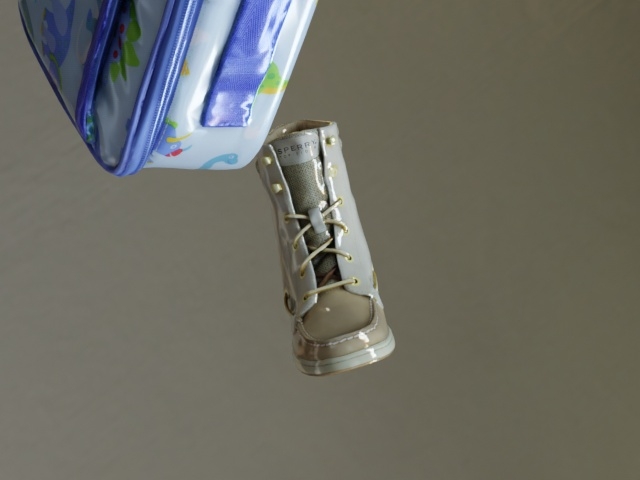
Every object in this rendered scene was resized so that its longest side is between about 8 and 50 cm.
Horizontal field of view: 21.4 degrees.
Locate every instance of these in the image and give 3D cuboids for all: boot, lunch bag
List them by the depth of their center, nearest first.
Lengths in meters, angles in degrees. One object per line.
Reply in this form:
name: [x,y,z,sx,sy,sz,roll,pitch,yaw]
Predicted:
lunch bag: [-0.061,-0.147,0.733,0.176,0.090,0.219,59,-40,37]
boot: [0.000,0.000,1.558,0.262,0.095,0.204,-96,174,-74]
